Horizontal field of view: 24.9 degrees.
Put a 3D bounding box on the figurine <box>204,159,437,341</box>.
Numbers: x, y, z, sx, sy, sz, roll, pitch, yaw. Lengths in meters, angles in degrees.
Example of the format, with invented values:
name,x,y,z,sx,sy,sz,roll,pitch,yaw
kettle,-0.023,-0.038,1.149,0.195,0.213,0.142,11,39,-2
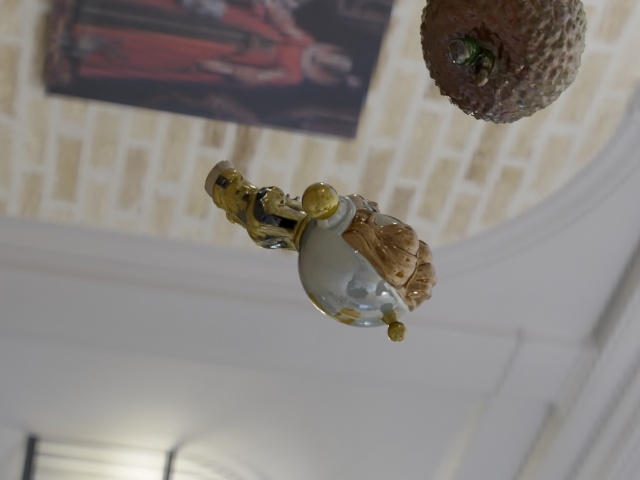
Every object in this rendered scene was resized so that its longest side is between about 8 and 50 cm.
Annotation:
name,x,y,z,sx,sy,sz,roll,pitch,yaw
figurine,-0.003,-0.002,0.801,0.068,0.143,0.101,-56,176,-9

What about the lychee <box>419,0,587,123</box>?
name,x,y,z,sx,sy,sz,roll,pitch,yaw
lychee,0.122,-0.138,0.979,0.146,0.114,0.114,-47,156,-55
